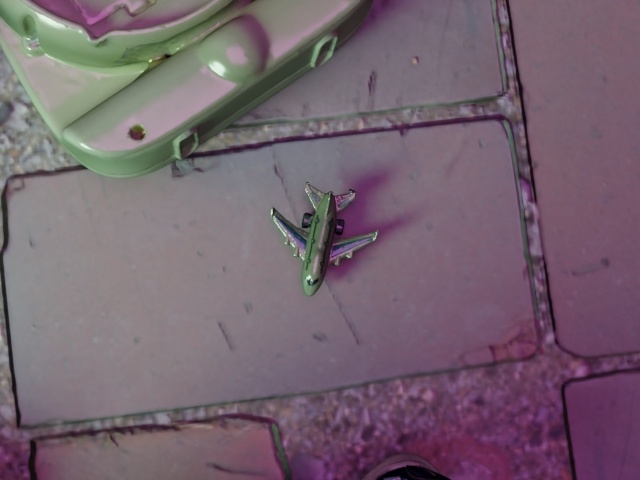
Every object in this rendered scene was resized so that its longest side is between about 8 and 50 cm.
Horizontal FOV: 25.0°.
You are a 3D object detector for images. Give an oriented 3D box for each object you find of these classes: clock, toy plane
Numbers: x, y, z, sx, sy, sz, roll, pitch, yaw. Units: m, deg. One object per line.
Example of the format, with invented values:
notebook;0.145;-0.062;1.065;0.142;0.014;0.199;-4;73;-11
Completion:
clock;-0.139;-0.229;1.037;0.265;0.108;0.324;-36;86;-7
toy plane;0.000;0.000;1.057;0.080;0.033;0.083;12;89;-3

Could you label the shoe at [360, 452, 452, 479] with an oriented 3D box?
shoe;0.104;0.239;1.000;0.091;0.106;0.207;-42;93;-6
